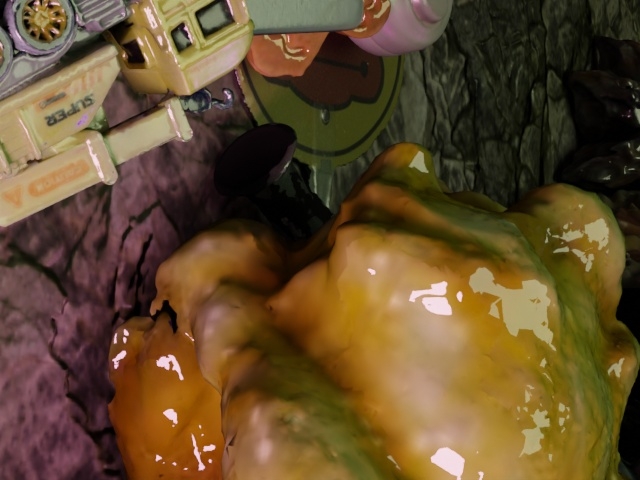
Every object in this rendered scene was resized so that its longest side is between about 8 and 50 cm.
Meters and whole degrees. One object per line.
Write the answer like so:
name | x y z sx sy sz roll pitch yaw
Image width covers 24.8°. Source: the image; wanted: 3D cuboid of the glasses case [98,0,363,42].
glasses case | -0.058 -0.146 0.765 0.184 0.039 0.077 -9 100 -39

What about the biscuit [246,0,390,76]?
biscuit | 0.007 -0.181 0.854 0.184 0.027 0.133 -37 115 -12

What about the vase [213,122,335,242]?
vase | 0.000 0.000 0.895 0.167 0.059 0.059 51 48 -40

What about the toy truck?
toy truck | -0.107 -0.078 0.658 0.169 0.077 0.100 -35 115 -29

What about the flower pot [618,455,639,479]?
flower pot | 0.171 0.263 1.006 0.283 0.299 0.299 44 53 -42

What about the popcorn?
popcorn | 0.066 0.117 0.769 0.290 0.326 0.321 -60 147 -19

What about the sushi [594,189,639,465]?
sushi | 0.310 0.126 1.199 0.329 0.328 0.285 -27 127 -58

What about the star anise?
star anise | 0.318 -0.078 1.421 0.223 0.109 0.235 35 58 -60

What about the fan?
fan | 0.001 -0.112 0.957 0.230 0.011 0.334 -1 91 -59

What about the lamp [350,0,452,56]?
lamp | 0.057 -0.243 0.942 0.179 0.108 0.246 7 83 -54
